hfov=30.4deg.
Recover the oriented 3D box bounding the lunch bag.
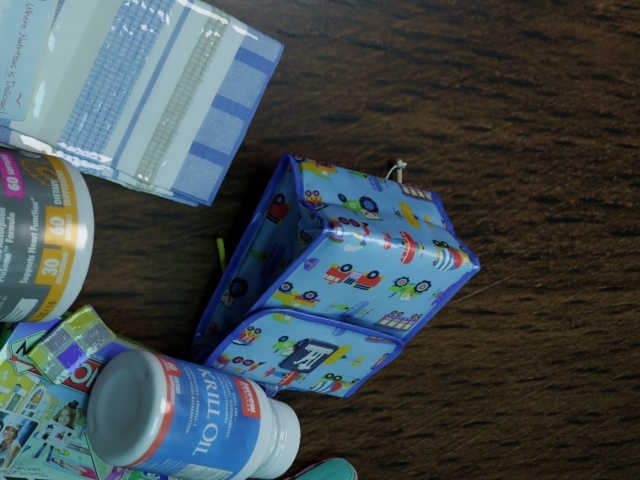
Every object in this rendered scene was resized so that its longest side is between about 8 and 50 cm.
[{"bbox_3d":[-0.002,0.069,1.351,0.221,0.138,0.293,12,126,-35],"label":"lunch bag"}]

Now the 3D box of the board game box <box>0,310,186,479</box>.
[{"bbox_3d":[-0.260,0.204,1.301,0.317,0.046,0.213,31,93,-43],"label":"board game box"}]

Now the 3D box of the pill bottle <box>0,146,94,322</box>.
[{"bbox_3d":[-0.355,-0.012,1.034,0.279,0.162,0.162,6,109,-39],"label":"pill bottle"}]

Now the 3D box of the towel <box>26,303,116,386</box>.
[{"bbox_3d":[-0.256,0.108,1.215,0.083,0.009,0.060,-39,132,-15],"label":"towel"}]

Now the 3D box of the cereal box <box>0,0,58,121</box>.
[{"bbox_3d":[-0.344,-0.199,0.980,0.240,0.047,0.173,7,119,-31],"label":"cereal box"}]

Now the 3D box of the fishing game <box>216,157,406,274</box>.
[{"bbox_3d":[0.000,0.000,1.394,0.264,0.041,0.189,-21,127,-27],"label":"fishing game"}]

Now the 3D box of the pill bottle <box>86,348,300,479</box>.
[{"bbox_3d":[-0.130,0.198,1.282,0.222,0.124,0.124,21,100,-43],"label":"pill bottle"}]

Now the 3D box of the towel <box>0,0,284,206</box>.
[{"bbox_3d":[-0.183,-0.156,1.175,0.285,0.034,0.209,19,101,-42],"label":"towel"}]

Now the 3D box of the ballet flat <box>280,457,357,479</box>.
[{"bbox_3d":[-0.051,0.347,1.526,0.222,0.077,0.079,-17,142,-30],"label":"ballet flat"}]
